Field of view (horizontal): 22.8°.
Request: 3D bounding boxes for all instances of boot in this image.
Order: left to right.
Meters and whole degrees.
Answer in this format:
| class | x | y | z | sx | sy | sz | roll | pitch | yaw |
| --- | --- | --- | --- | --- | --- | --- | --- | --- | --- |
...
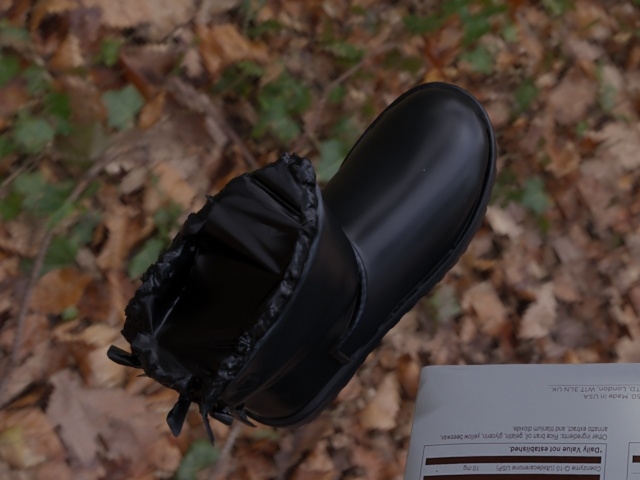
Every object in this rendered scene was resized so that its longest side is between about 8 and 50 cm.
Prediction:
| class | x | y | z | sx | sy | sz | roll | pitch | yaw |
| --- | --- | --- | --- | --- | --- | --- | --- | --- | --- |
| boot | 0.000 | -0.001 | 0.419 | 0.045 | 0.099 | 0.121 | 35 | 88 | 19 |

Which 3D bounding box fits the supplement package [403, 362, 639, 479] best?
| class | x | y | z | sx | sy | sz | roll | pitch | yaw |
| --- | --- | --- | --- | --- | --- | --- | --- | --- | --- |
| supplement package | 0.113 | 0.178 | 0.550 | 0.194 | 0.149 | 0.203 | 64 | 30 | -49 |
